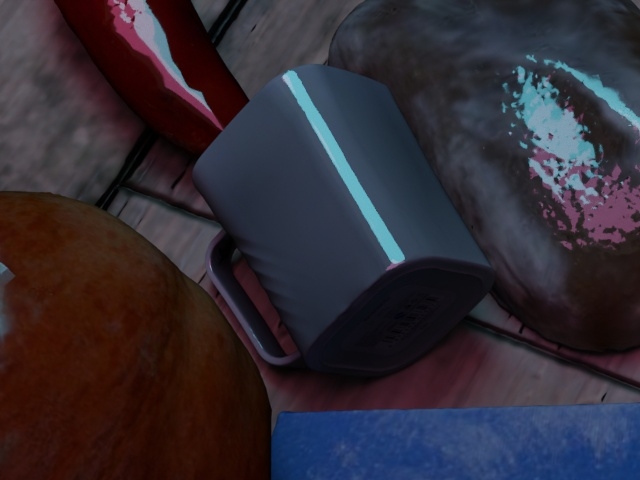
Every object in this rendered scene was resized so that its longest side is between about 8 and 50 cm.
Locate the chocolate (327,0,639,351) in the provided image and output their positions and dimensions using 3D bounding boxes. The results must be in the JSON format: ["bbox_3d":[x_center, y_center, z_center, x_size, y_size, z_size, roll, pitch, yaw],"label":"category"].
[{"bbox_3d":[0.118,-0.071,0.864,0.157,0.080,0.254,-30,58,-9],"label":"chocolate"}]

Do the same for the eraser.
[{"bbox_3d":[0.109,0.137,0.707,0.311,0.043,0.144,-5,54,27],"label":"eraser"}]

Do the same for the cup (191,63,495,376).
[{"bbox_3d":[0.000,0.000,0.834,0.128,0.095,0.129,-45,57,24],"label":"cup"}]

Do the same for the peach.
[{"bbox_3d":[-0.148,0.111,0.711,0.232,0.232,0.257,14,56,17],"label":"peach"}]

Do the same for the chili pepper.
[{"bbox_3d":[-0.098,-0.185,0.982,0.137,0.092,0.369,1,64,-12],"label":"chili pepper"}]
